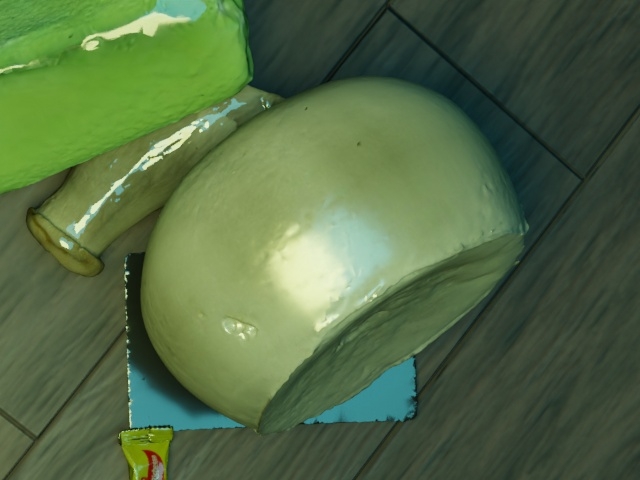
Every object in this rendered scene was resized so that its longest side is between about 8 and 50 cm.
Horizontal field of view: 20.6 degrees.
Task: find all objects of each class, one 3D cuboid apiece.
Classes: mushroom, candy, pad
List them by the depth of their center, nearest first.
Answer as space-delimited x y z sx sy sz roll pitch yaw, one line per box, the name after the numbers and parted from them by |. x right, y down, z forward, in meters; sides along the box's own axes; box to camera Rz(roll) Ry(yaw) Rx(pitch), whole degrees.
-0.222 -0.134 1.427 0.343 0.142 0.132 -21 56 5 | candy
-0.141 -0.072 1.503 0.247 0.096 0.108 -37 99 -7 | mushroom
-0.043 0.087 1.573 0.265 0.009 0.160 -1 88 -14 | pad

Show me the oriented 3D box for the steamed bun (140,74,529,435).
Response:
0.000 0.000 1.428 0.324 0.324 0.206 -32 74 -12 | steamed bun

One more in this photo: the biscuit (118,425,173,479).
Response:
-0.146 0.308 1.538 0.048 0.026 0.292 -4 92 -22 | biscuit
